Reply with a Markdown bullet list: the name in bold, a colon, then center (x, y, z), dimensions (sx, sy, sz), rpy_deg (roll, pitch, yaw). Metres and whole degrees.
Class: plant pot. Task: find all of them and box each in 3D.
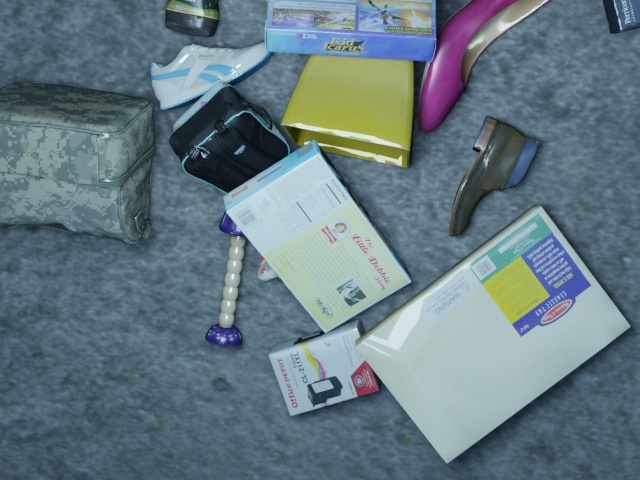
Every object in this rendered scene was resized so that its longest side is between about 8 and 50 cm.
- **plant pot**: center (0.066, -0.247, 1.696), dimensions (0.212, 0.212, 0.187), rpy_deg (12, 88, 6)

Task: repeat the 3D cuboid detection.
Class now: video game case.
- **video game case**: center (0.052, -0.407, 1.634), dimensions (0.269, 0.061, 0.244), rpy_deg (4, 58, 0)

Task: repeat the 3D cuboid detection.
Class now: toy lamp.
- **toy lamp**: center (-0.157, 0.054, 1.834), dimensions (0.080, 0.080, 0.275), rpy_deg (9, 102, 7)

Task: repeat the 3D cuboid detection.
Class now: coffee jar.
- **coffee jar**: center (-0.215, -0.453, 1.757), dimensions (0.096, 0.079, 0.184), rpy_deg (11, 101, 6)

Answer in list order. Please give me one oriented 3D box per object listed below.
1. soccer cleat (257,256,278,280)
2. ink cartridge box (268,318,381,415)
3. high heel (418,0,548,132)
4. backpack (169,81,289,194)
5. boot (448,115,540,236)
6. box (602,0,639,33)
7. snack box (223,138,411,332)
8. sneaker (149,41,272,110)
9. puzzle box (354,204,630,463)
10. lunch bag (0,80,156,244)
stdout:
- **soccer cleat**: center (-0.032, 0.019, 1.818), dimensions (0.196, 0.068, 0.076), rpy_deg (-40, 121, 19)
- **ink cartridge box**: center (0.009, 0.234, 1.842), dimensions (0.175, 0.072, 0.127), rpy_deg (-18, 97, 10)
- **high heel**: center (0.296, -0.338, 1.674), dimensions (0.181, 0.127, 0.377), rpy_deg (23, 99, 15)
- **backpack**: center (-0.153, -0.171, 1.749), dimensions (0.166, 0.144, 0.188), rpy_deg (-43, 135, 14)
- **boot**: center (0.298, -0.097, 1.742), dimensions (0.106, 0.082, 0.219), rpy_deg (20, 100, 7)
- **box**: center (0.562, -0.438, 1.635), dimensions (0.207, 0.108, 0.153), rpy_deg (-16, 97, 10)
- **snack box**: center (0.000, 0.000, 1.739), dimensions (0.187, 0.060, 0.322), rpy_deg (-31, 121, 10)
- **sneaker**: center (-0.195, -0.309, 1.776), dimensions (0.228, 0.087, 0.092), rpy_deg (-21, 94, 9)
- **puzzle box**: center (0.301, 0.165, 1.764), dimensions (0.409, 0.052, 0.272), rpy_deg (-37, 95, 3)
- **lunch bag**: center (-0.452, -0.126, 1.780), dimensions (0.305, 0.212, 0.256), rpy_deg (8, 117, 10)
